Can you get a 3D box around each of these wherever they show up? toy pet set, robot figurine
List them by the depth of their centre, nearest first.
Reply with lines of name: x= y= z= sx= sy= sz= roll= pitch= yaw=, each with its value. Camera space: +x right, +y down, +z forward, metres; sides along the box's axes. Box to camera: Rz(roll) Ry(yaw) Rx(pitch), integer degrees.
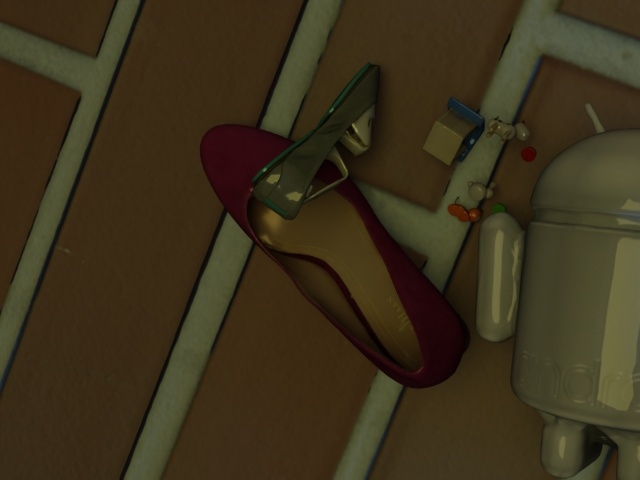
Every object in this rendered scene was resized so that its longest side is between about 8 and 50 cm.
robot figurine: x=0.288 y=0.049 z=1.033 sx=0.300 sy=0.200 sz=0.353 roll=6 pitch=92 yaw=23
toy pet set: x=0.166 y=-0.087 z=1.148 sx=0.114 sy=0.065 sz=0.122 roll=35 pitch=132 yaw=13

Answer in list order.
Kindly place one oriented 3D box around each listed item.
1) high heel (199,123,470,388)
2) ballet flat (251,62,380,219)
high heel: x=0.000 y=0.000 z=1.127 sx=0.377 sy=0.181 sz=0.127 roll=37 pitch=100 yaw=13
ballet flat: x=0.012 y=-0.099 z=1.146 sx=0.068 sy=0.072 sz=0.213 roll=43 pitch=61 yaw=-1
